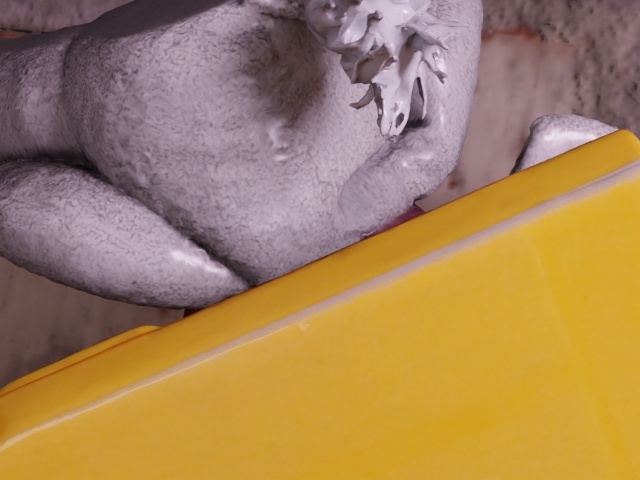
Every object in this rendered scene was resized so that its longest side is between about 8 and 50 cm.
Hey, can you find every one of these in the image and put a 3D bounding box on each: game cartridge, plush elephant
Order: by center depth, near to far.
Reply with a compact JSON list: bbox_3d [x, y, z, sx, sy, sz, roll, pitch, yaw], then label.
[{"bbox_3d":[0.015,0.138,0.734,0.323,0.285,0.053,-22,29,2],"label":"game cartridge"},{"bbox_3d":[0.000,0.000,0.842,0.330,0.272,0.255,14,128,61],"label":"plush elephant"}]
